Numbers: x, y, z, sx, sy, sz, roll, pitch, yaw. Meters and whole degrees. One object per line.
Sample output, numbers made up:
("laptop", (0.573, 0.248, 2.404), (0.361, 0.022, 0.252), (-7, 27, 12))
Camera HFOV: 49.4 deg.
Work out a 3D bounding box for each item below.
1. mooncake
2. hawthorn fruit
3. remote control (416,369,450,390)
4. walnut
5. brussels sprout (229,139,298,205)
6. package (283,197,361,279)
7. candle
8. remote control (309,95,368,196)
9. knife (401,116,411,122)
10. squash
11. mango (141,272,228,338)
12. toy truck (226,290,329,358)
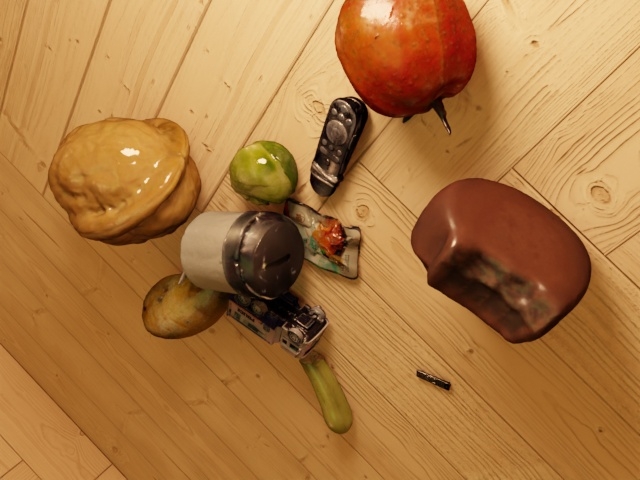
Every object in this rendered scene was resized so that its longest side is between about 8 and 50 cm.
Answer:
("mooncake", (0.344, 0.044, 1.323), (0.326, 0.333, 0.174), (12, 136, -20))
("hawthorn fruit", (0.169, -0.327, 1.253), (0.254, 0.254, 0.300), (-33, 80, 43))
("remote control", (0.283, 0.346, 1.740), (0.091, 0.016, 0.034), (20, 142, 25))
("walnut", (-0.494, -0.152, 1.803), (0.384, 0.384, 0.383), (17, 125, 27))
("brussels sprout", (-0.140, -0.169, 1.664), (0.183, 0.131, 0.145), (17, 146, 26))
("package", (0.000, 0.000, 1.721), (0.232, 0.040, 0.166), (24, 128, 24))
("candle", (-0.219, 0.028, 1.764), (0.343, 0.221, 0.221), (6, 120, 41))
("remote control", (0.041, -0.209, 1.560), (0.090, 0.066, 0.265), (45, 138, 23))
("knife", (0.211, -0.296, 1.413), (0.023, 0.010, 0.170), (48, 135, 10))
("squash", (0.021, 0.426, 1.934), (0.083, 0.083, 0.250), (-14, 105, 40))
("mango", (-0.379, 0.180, 2.027), (0.330, 0.175, 0.176), (-20, 137, 21))
("toy truck", (-0.117, 0.207, 1.873), (0.268, 0.124, 0.155), (33, 138, 18))
